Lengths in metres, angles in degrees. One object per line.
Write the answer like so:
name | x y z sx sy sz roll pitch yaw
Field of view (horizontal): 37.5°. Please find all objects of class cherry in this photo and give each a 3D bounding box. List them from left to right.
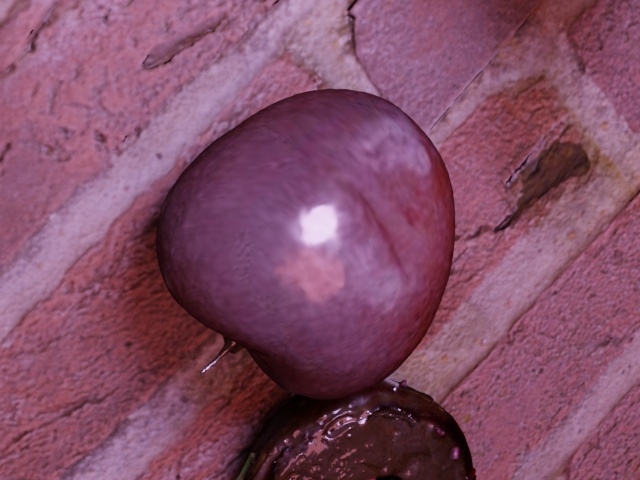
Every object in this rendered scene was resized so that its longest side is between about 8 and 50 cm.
cherry | 0.000 0.000 0.825 0.261 0.221 0.307 44 71 -29

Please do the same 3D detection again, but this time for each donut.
donut | 0.035 0.259 0.984 0.270 0.103 0.269 -7 112 -17
